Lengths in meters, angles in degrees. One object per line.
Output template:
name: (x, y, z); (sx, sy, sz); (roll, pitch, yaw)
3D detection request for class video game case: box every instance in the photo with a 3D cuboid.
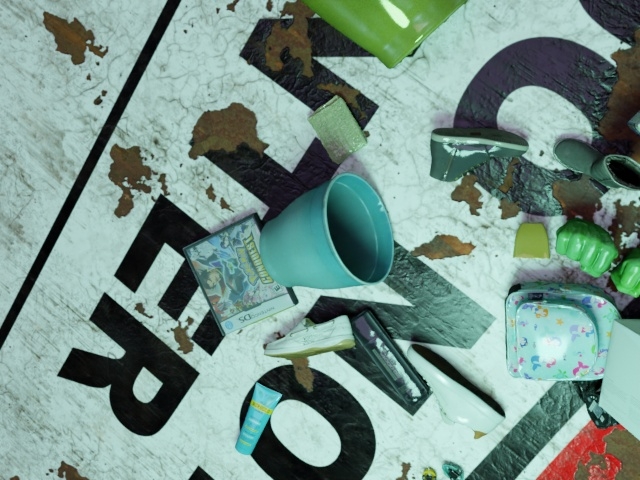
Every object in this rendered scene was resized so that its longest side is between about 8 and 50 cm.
video game case: (-0.222, 0.096, 1.791); (0.248, 0.035, 0.275); (-24, 92, 22)

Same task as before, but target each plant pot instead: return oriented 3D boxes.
plant pot: (0.489, 0.001, 1.504); (0.081, 0.081, 0.083); (1, 88, 19)
plant pot: (0.126, -0.577, 1.398); (0.366, 0.366, 0.353); (-40, 97, 21)
plant pot: (0.000, 0.000, 1.589); (0.255, 0.271, 0.272); (-17, 94, 37)

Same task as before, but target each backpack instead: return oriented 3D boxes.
backpack: (0.549, 0.208, 1.470); (0.253, 0.191, 0.225); (-1, 99, 14)

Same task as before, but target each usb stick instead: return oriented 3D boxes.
usb stick: (0.175, 0.302, 1.687); (0.077, 0.045, 0.278); (-38, 86, 15)

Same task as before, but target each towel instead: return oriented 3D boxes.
towel: (0.044, -0.278, 1.632); (0.110, 0.027, 0.148); (-33, 87, 21)

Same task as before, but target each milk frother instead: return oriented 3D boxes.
milk frother: (0.671, 0.353, 1.501); (0.134, 0.129, 0.143); (-11, 64, -13)

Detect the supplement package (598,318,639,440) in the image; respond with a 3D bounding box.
supplement package: (0.694, 0.285, 1.311); (0.149, 0.194, 0.203); (1, 104, -10)

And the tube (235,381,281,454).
tube: (-0.183, 0.510, 1.853); (0.080, 0.052, 0.207); (23, 101, 4)

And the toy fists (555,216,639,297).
toy fists: (0.645, 0.046, 1.421); (0.279, 0.142, 0.096); (30, 108, 12)

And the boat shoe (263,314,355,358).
boat shoe: (-0.033, 0.255, 1.732); (0.277, 0.098, 0.096); (-16, 70, 29)

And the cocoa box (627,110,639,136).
cocoa box: (0.819, -0.192, 1.269); (0.347, 0.228, 0.231); (45, 111, 6)

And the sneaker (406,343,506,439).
sneaker: (0.311, 0.385, 1.621); (0.290, 0.106, 0.123); (40, 108, 7)

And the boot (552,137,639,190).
boot: (0.584, -0.160, 1.367); (0.189, 0.208, 0.076); (27, 107, 12)

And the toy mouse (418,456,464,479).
toy mouse: (0.339, 0.634, 1.699); (0.143, 0.031, 0.161); (-7, 98, 21)

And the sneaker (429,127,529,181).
sneaker: (0.365, -0.195, 1.520); (0.222, 0.083, 0.118); (7, 121, 11)
